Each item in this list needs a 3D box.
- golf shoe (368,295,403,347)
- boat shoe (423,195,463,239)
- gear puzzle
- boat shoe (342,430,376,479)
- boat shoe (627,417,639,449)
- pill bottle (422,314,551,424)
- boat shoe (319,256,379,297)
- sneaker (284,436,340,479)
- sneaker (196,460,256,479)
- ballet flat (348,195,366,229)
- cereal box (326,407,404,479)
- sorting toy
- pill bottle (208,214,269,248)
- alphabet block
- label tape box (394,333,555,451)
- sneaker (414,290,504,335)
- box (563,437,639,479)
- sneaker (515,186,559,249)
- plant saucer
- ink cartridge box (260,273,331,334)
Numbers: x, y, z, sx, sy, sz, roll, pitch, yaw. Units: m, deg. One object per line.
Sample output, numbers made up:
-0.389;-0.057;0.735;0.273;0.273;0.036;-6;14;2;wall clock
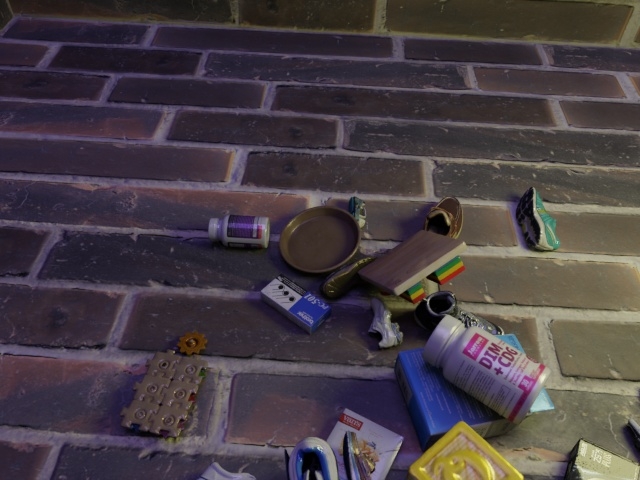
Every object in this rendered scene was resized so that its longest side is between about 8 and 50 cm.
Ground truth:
0.175;0.244;1.766;0.086;0.069;0.176;-18;48;-11;golf shoe
0.413;-0.054;2.015;0.123;0.123;0.342;22;50;18;boat shoe
-0.408;0.386;1.628;0.176;0.044;0.338;8;44;8;gear puzzle
0.097;0.546;1.412;0.066;0.066;0.183;-2;57;-12;boat shoe
0.839;0.529;1.531;0.040;0.049;0.142;-38;42;15;boat shoe
0.411;0.316;1.485;0.283;0.160;0.160;30;53;23;pill bottle
0.091;0.108;1.882;0.224;0.080;0.073;-28;22;-26;boat shoe
-0.009;0.590;1.268;0.130;0.236;0.322;-8;63;4;sneaker
-0.174;0.600;1.391;0.258;0.094;0.091;21;54;18;sneaker
0.130;-0.082;2.077;0.070;0.070;0.188;6;50;4;ballet flat
0.082;0.558;1.472;0.173;0.047;0.240;22;50;18;cereal box
0.281;0.086;1.771;0.257;0.089;0.255;-33;18;-12;sorting toy
-0.272;-0.031;1.979;0.194;0.108;0.108;3;46;1;pill bottle
0.317;0.577;1.360;0.194;0.197;0.192;-33;56;-29;alphabet block
0.404;0.401;1.593;0.348;0.115;0.249;-7;47;-12;label tape box
0.402;0.230;1.714;0.269;0.153;0.101;17;66;16;sneaker
0.674;0.600;1.434;0.148;0.077;0.180;23;50;19;box
0.768;-0.071;2.083;0.110;0.107;0.275;14;49;-15;sneaker
0.000;0.000;1.972;0.278;0.041;0.277;-6;53;8;plant saucer
-0.077;0.192;1.816;0.207;0.046;0.097;32;55;25;ink cartridge box
